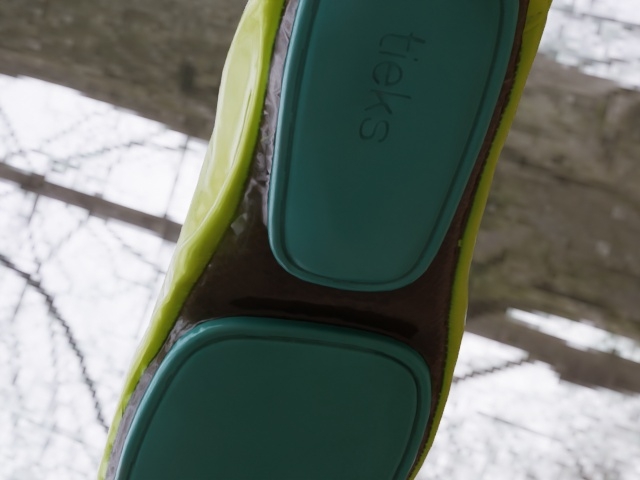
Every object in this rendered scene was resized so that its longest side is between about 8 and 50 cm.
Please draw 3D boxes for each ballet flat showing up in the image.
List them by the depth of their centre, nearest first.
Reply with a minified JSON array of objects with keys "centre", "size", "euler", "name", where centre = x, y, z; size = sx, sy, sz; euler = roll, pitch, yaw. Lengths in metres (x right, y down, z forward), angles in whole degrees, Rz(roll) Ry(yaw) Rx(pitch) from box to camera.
[{"centre":[0.000,0.000,0.464],"size":[0.077,0.077,0.231],"euler":[-89,14,-53],"name":"ballet flat"}]
